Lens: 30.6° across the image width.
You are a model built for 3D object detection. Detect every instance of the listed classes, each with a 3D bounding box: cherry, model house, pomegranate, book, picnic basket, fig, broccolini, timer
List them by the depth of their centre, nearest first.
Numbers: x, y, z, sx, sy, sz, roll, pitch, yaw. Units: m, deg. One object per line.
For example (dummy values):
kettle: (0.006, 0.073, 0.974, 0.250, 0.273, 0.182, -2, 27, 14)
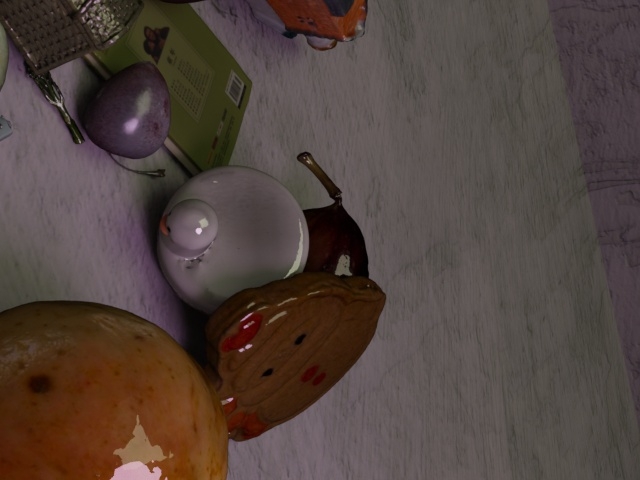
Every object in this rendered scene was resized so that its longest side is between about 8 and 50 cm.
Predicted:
pomegranate: (-0.308, 0.229, 1.385, 0.410, 0.410, 0.410, 12, 75, -55)
picnic basket: (-0.344, -0.346, 1.530, 0.196, 0.154, 0.134, 59, 29, -25)
broccolini: (-0.366, -0.195, 1.628, 0.035, 0.030, 0.140, -112, 177, -55)
cherry: (-0.254, -0.179, 1.697, 0.188, 0.115, 0.148, 13, 83, -49)
timer: (-0.132, -0.002, 1.755, 0.233, 0.240, 0.233, 3, 78, -14)
book: (-0.232, -0.274, 1.827, 0.352, 0.035, 0.239, 48, 45, -41)
fig: (0.007, 0.010, 1.956, 0.186, 0.204, 0.249, 32, 86, -49)
model house: (-0.015, -0.444, 2.006, 0.190, 0.271, 0.301, -67, 156, -14)

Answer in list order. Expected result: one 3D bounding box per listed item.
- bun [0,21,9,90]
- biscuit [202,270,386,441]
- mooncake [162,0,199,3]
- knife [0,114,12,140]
bun: (-0.471, -0.222, 1.381, 0.195, 0.118, 0.195, 16, 69, -47)
biscuit: (-0.062, 0.176, 1.797, 0.359, 0.074, 0.381, -46, 153, 3)
mooncake: (-0.208, -0.539, 1.759, 0.334, 0.174, 0.326, 57, 38, -33)
knife: (-0.455, -0.121, 1.476, 0.044, 0.023, 0.162, 52, 39, -4)
